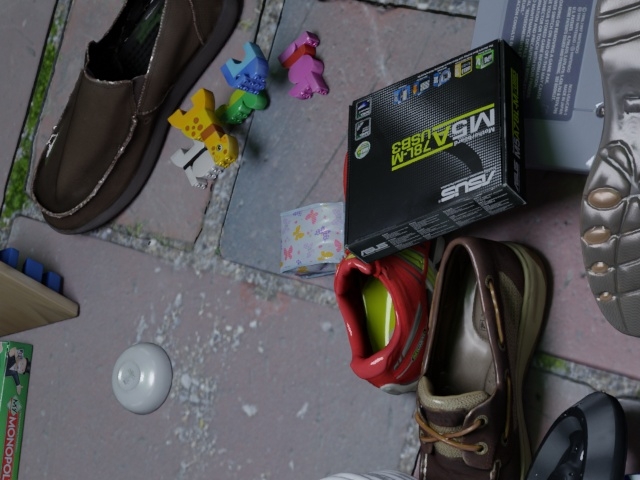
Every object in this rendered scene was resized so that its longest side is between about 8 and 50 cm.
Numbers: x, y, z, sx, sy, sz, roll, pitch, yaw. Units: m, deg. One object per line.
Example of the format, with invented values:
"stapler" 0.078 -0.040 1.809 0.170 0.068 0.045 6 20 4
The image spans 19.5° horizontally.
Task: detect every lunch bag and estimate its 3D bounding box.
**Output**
"lunch bag" 0.000 0.000 1.992 0.083 0.053 0.071 -16 69 43

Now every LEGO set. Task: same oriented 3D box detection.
"LEGO set" -0.090 -0.131 2.064 0.227 0.087 0.093 -41 59 24

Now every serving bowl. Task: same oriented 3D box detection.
"serving bowl" -0.210 0.156 2.130 0.083 0.027 0.083 -8 76 36

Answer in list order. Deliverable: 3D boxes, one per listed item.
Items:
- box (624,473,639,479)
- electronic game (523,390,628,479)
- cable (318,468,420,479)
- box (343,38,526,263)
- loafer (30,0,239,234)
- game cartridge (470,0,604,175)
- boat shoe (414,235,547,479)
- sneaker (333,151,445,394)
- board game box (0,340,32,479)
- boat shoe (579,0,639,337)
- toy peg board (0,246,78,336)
"box" 0.327 0.271 1.639 0.072 0.137 0.126 -7 77 34
"electronic game" 0.224 0.247 1.699 0.229 0.048 0.229 -160 90 -82
"cable" 0.069 0.344 1.794 0.257 0.089 0.257 0 100 55
"box" 0.111 -0.088 1.833 0.191 0.045 0.184 -21 47 31
"loafer" -0.243 -0.175 2.158 0.134 0.130 0.366 40 105 35
"game cartridge" 0.246 -0.213 1.853 0.196 0.060 0.294 8 86 41
"boat shoe" 0.135 0.163 1.812 0.123 0.123 0.342 9 87 38
"sneaker" 0.063 0.017 1.899 0.107 0.118 0.279 -18 70 32
"board game box" -0.496 0.227 2.317 0.317 0.046 0.213 0 82 36
"boat shoe" 0.326 -0.087 1.724 0.132 0.130 0.355 10 105 29
"toy peg board" -0.396 0.041 2.218 0.161 0.161 0.079 -15 57 34
